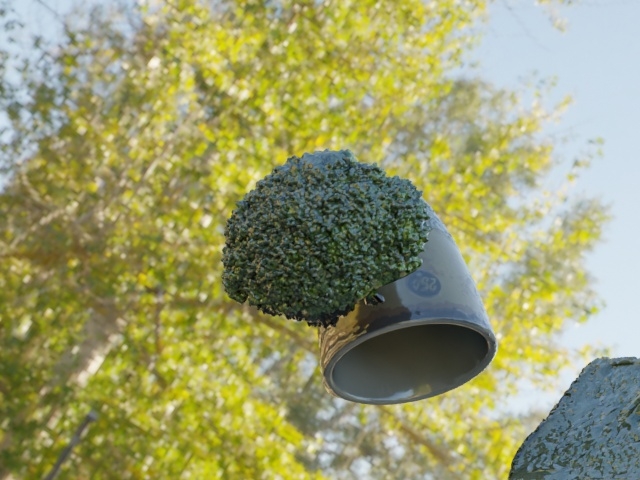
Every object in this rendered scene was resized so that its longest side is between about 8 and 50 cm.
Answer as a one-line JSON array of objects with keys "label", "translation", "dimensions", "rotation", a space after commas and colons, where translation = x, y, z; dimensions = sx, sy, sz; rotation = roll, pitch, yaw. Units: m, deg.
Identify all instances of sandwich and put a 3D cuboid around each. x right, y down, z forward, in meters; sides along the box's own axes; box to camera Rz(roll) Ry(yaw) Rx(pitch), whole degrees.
[{"label": "sandwich", "translation": [0.357, 0.214, 1.101], "dimensions": [0.301, 0.271, 0.099], "rotation": [-16, -75, 50]}]

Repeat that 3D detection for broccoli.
[{"label": "broccoli", "translation": [-0.002, 0.000, 1.195], "dimensions": [0.226, 0.176, 0.198], "rotation": [-50, -118, 41]}]

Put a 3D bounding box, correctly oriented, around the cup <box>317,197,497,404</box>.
[{"label": "cup", "translation": [0.081, 0.082, 1.418], "dimensions": [0.227, 0.257, 0.301], "rotation": [11, -40, -26]}]
